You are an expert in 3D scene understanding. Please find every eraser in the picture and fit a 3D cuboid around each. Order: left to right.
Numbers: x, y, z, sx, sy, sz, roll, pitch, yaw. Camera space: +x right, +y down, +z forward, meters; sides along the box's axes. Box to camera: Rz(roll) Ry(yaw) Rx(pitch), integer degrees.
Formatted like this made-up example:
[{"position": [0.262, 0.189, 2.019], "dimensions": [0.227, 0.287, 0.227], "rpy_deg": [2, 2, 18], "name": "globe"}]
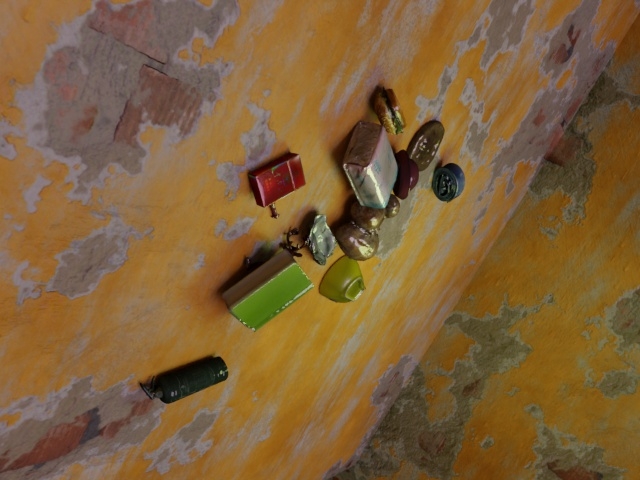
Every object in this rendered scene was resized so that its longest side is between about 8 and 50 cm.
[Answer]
[{"position": [-0.175, 0.178, 1.709], "dimensions": [0.274, 0.092, 0.210], "rpy_deg": [-38, 142, -4], "name": "eraser"}]

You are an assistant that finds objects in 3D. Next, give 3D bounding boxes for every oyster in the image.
[{"position": [0.003, 0.001, 1.873], "dimensions": [0.252, 0.087, 0.199], "rpy_deg": [6, 96, -73], "name": "oyster"}]

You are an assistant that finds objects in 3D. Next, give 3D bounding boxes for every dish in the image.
[{"position": [0.120, 0.197, 2.187], "dimensions": [0.221, 0.108, 0.262], "rpy_deg": [-48, 147, -8], "name": "dish"}]

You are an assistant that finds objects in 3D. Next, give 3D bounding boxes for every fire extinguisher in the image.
[{"position": [-0.473, 0.489, 1.728], "dimensions": [0.311, 0.096, 0.114], "rpy_deg": [-14, 93, -47], "name": "fire extinguisher"}]

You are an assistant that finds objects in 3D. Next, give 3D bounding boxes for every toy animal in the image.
[{"position": [-0.159, 0.091, 1.754], "dimensions": [0.244, 0.087, 0.259], "rpy_deg": [-16, 135, -46], "name": "toy animal"}]

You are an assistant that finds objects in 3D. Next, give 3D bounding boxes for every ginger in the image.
[{"position": [0.184, -0.064, 1.970], "dimensions": [0.245, 0.155, 0.304], "rpy_deg": [14, 116, -39], "name": "ginger"}]

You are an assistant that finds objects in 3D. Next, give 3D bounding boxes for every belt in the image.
[{"position": [0.597, -0.266, 2.324], "dimensions": [0.082, 0.141, 0.190], "rpy_deg": [-30, 144, -30], "name": "belt"}]

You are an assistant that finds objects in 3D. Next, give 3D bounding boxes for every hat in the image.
[{"position": [0.338, -0.260, 1.955], "dimensions": [0.089, 0.205, 0.205], "rpy_deg": [-2, 131, -6], "name": "hat"}]

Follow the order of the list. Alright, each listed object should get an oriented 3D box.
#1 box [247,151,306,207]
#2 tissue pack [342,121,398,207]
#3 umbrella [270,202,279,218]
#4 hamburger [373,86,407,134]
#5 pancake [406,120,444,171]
[{"position": [-0.131, -0.189, 1.536], "dimensions": [0.175, 0.048, 0.112], "rpy_deg": [-34, 127, -29], "name": "box"}, {"position": [0.185, -0.265, 1.780], "dimensions": [0.271, 0.125, 0.201], "rpy_deg": [54, 49, -56], "name": "tissue pack"}, {"position": [-0.159, -0.124, 1.609], "dimensions": [0.027, 0.025, 0.165], "rpy_deg": [-57, 154, -29], "name": "umbrella"}, {"position": [0.239, -0.443, 1.722], "dimensions": [0.087, 0.137, 0.166], "rpy_deg": [-24, 148, 13], "name": "hamburger"}, {"position": [0.454, -0.390, 2.110], "dimensions": [0.242, 0.050, 0.241], "rpy_deg": [-32, 142, -29], "name": "pancake"}]
